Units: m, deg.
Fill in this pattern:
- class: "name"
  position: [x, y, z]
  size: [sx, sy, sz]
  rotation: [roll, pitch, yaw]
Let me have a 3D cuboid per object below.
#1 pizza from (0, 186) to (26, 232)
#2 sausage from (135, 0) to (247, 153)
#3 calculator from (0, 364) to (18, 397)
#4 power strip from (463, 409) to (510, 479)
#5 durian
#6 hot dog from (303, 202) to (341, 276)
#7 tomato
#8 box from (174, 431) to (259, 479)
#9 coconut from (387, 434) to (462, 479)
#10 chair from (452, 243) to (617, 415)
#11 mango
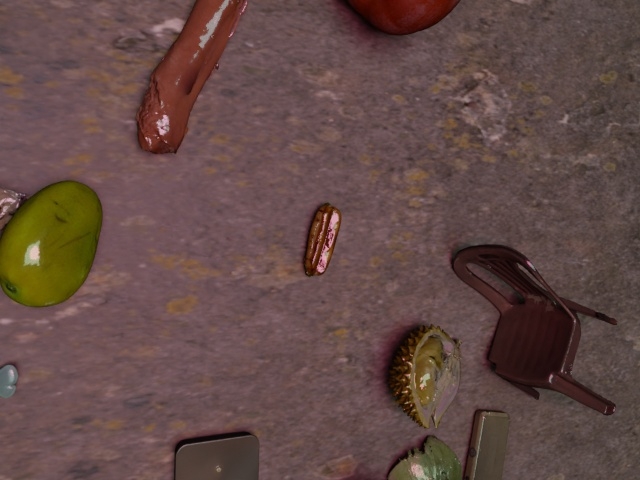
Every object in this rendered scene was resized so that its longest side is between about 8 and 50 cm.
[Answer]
- class: "pizza"
  position: [-0.453, -0.025, 0.652]
  size: [0.195, 0.052, 0.185]
  rotation: [-17, 92, -18]
- class: "sausage"
  position: [-0.174, -0.258, 0.754]
  size: [0.078, 0.078, 0.305]
  rotation: [26, 83, -23]
- class: "calculator"
  position: [-0.459, 0.183, 0.675]
  size: [0.152, 0.021, 0.095]
  rotation: [-3, 94, -23]
- class: "power strip"
  position: [0.310, 0.404, 1.024]
  size: [0.076, 0.028, 0.169]
  rotation: [13, 85, -24]
- class: "durian"
  position: [0.181, 0.210, 0.928]
  size: [0.208, 0.102, 0.147]
  rotation: [-28, 107, -44]
- class: "hot dog"
  position: [0.000, 0.000, 0.865]
  size: [0.049, 0.037, 0.122]
  rotation: [18, 91, -35]
- class: "tomato"
  position: [0.131, -0.421, 0.809]
  size: [0.184, 0.208, 0.208]
  rotation: [-42, 108, -24]
- class: "box"
  position: [-0.155, 0.335, 0.812]
  size: [0.125, 0.031, 0.091]
  rotation: [-1, 93, -24]
- class: "coconut"
  position: [0.197, 0.417, 0.960]
  size: [0.158, 0.055, 0.133]
  rotation: [17, 87, -25]
- class: "chair"
  position: [0.366, 0.158, 0.958]
  size: [0.326, 0.175, 0.183]
  rotation: [28, 73, -26]
- class: "mango"
  position: [-0.335, 0.001, 0.675]
  size: [0.117, 0.089, 0.163]
  rotation: [35, 63, -65]
